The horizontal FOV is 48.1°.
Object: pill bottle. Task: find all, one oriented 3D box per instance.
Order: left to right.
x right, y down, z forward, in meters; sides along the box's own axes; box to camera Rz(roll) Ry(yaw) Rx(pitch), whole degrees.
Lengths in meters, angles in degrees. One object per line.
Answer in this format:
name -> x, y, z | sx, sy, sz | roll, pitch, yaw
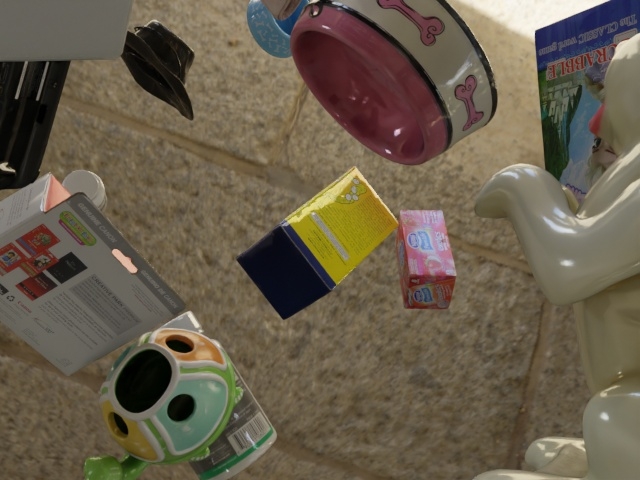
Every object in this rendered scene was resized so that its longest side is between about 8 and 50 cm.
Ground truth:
pill bottle -> -0.599, -0.118, 1.815 | 0.107, 0.180, 0.108 | 3, 79, -14
pill bottle -> -0.275, 0.358, 1.655 | 0.204, 0.204, 0.361 | -32, 88, -18

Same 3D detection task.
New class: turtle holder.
turtle holder -> -0.321, 0.306, 1.360 | 0.320, 0.227, 0.243 | -30, 67, -3

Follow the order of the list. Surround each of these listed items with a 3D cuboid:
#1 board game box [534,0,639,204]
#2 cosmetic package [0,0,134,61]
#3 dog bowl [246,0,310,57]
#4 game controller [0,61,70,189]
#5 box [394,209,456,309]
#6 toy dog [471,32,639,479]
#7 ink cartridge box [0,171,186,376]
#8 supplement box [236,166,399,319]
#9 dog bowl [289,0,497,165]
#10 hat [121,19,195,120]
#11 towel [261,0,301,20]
board game box -> 0.417, -0.154, 0.911 | 0.065, 0.318, 0.318 | -5, 90, -27
cosmetic package -> -0.318, -0.385, 0.531 | 0.327, 0.394, 0.329 | -12, 57, -36
dog bowl -> -0.045, -0.558, 1.776 | 0.297, 0.074, 0.166 | -29, 98, -38
game controller -> -0.386, -0.216, 0.945 | 0.067, 0.166, 0.319 | 20, 98, 5
box -> 0.272, 0.047, 1.893 | 0.122, 0.128, 0.257 | 1, 43, -3
toy dog -> 0.301, 0.014, 0.516 | 0.395, 0.284, 0.408 | 4, 86, 38
ink cartridge box -> -0.429, 0.052, 1.255 | 0.271, 0.309, 0.130 | -28, 38, 7
supplement box -> 0.000, 0.000, 1.770 | 0.195, 0.194, 0.356 | 52, 42, -3
dog bowl -> 0.114, -0.306, 1.312 | 0.408, 0.408, 0.150 | 41, 77, 9
hat -> -0.405, -0.473, 1.854 | 0.331, 0.331, 0.134 | 39, 77, 8
towel -> -0.111, -0.477, 0.936 | 0.053, 0.317, 0.332 | -37, 97, -13
